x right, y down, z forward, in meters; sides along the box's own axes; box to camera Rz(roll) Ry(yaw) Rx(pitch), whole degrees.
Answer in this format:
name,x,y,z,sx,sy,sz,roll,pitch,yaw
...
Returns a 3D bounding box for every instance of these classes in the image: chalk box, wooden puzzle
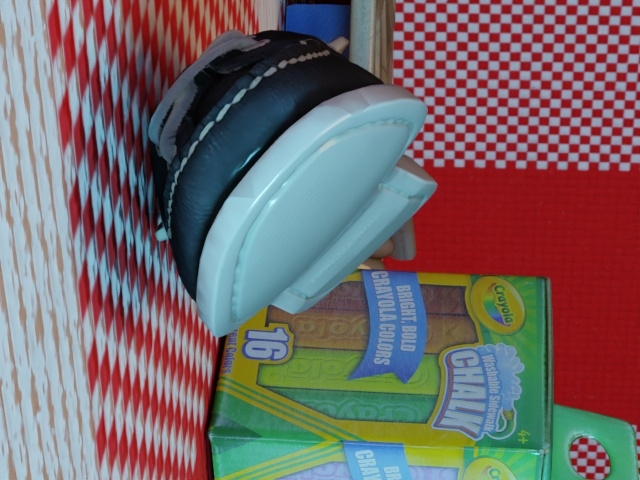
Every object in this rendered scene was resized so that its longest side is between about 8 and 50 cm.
name,x,y,z,sx,sy,sz,roll,pitch,yaw
chalk box,0.057,0.104,0.986,0.132,0.213,0.132,-84,174,-51
wooden puzzle,0.019,-0.175,1.386,0.322,0.080,0.348,70,17,-80

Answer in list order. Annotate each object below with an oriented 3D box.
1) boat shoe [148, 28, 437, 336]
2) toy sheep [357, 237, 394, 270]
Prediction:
name,x,y,z,sx,sy,sz,roll,pitch,yaw
boat shoe,-0.023,-0.030,0.731,0.114,0.091,0.302,-44,174,-2
toy sheep,0.000,0.000,1.092,0.091,0.091,0.132,-32,137,-85
